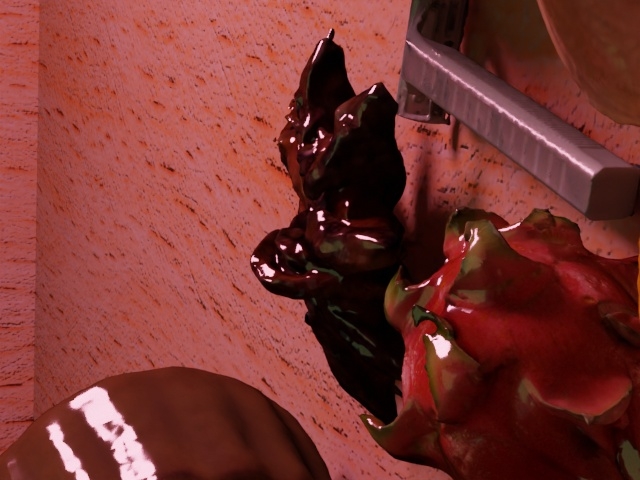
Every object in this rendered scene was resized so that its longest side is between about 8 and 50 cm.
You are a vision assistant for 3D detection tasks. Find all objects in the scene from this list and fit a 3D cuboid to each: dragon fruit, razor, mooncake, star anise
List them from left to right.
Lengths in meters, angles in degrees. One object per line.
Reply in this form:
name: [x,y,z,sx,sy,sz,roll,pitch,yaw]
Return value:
mooncake: [-0.108,0.246,1.277,0.161,0.290,0.290,-126,39,-54]
star anise: [0.000,0.000,1.180,0.272,0.102,0.272,170,90,-79]
razor: [0.092,-0.076,0.987,0.278,0.056,0.111,-125,39,-62]
dragon fruit: [0.112,0.087,0.821,0.236,0.135,0.137,59,143,27]

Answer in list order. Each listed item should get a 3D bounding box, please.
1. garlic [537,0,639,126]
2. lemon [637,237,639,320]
garlic: [0.122,-0.123,0.636,0.174,0.099,0.124,-68,-25,-45]
lemon: [0.179,0.021,0.490,0.188,0.188,0.257,142,123,-69]
